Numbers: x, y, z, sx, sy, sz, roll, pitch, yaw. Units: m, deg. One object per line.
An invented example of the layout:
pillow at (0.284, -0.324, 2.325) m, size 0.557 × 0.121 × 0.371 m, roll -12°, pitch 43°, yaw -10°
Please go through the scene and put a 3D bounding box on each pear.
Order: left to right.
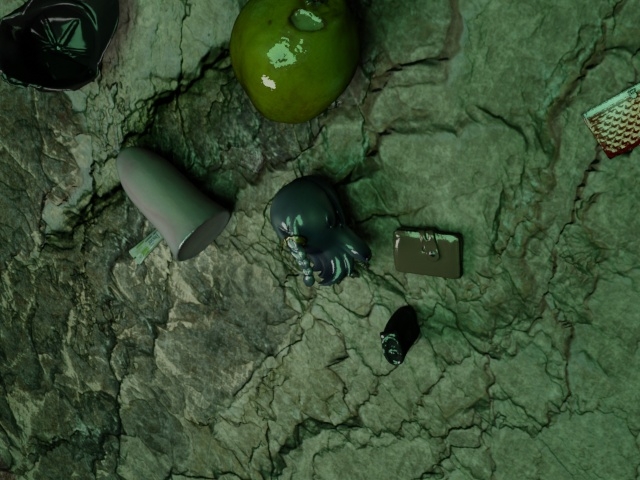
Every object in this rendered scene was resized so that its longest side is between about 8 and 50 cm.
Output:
pear at (-0.051, -0.372, 1.529) m, size 0.269 × 0.269 × 0.321 m, roll 38°, pitch 143°, yaw 8°

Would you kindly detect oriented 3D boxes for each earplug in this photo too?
earplug at (-0.381, -0.114, 1.896) m, size 0.301 × 0.172 × 0.172 m, roll 45°, pitch 126°, yaw 11°

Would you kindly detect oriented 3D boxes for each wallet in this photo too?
wallet at (0.232, 0.027, 1.691) m, size 0.153 × 0.039 × 0.117 m, roll 6°, pitch 118°, yaw 27°
wallet at (0.577, -0.230, 1.390) m, size 0.197 × 0.020 × 0.103 m, roll -30°, pitch 97°, yaw 36°

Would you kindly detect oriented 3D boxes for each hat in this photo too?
hat at (-0.592, -0.498, 1.836) m, size 0.238 × 0.209 × 0.336 m, roll 39°, pitch 110°, yaw -18°

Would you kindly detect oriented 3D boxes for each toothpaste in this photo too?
toothpaste at (-0.445, 0.003, 2.053) m, size 0.197 × 0.029 × 0.048 m, roll -37°, pitch 92°, yaw 39°

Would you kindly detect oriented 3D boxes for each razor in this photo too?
razor at (0.176, 0.214, 1.743) m, size 0.054 × 0.148 × 0.090 m, roll -10°, pitch 107°, yaw 26°

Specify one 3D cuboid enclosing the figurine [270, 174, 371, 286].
figurine at (-0.001, -0.014, 1.725) m, size 0.175 × 0.197 × 0.265 m, roll -38°, pitch 88°, yaw 11°
